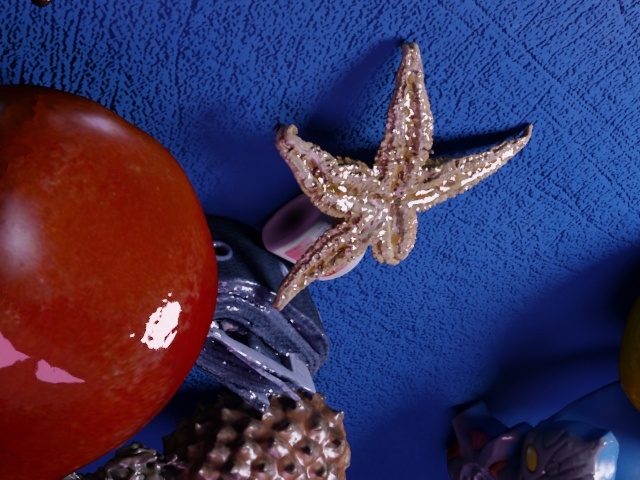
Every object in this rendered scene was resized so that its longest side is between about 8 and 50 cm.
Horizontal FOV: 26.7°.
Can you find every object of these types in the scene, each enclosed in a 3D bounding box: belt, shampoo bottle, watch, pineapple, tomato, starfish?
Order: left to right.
[{"bbox_3d":[-0.245,0.041,1.022,0.325,0.290,0.293,-30,136,20],"label":"tomato"},{"bbox_3d":[-0.139,0.254,1.386,0.361,0.175,0.175,-16,147,-32],"label":"pineapple"},{"bbox_3d":[-0.073,0.075,1.266,0.122,0.128,0.218,-35,139,14],"label":"belt"},{"bbox_3d":[0.000,0.000,1.272,0.072,0.043,0.099,-37,139,17],"label":"shampoo bottle"},{"bbox_3d":[0.065,-0.060,1.188,0.295,0.048,0.231,-29,134,-10],"label":"starfish"},{"bbox_3d":[0.324,0.258,1.603,0.274,0.241,0.305,-17,158,-27],"label":"watch"}]

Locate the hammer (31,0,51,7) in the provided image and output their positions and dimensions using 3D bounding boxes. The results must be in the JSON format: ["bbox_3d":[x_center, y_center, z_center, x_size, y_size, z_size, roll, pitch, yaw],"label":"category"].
[{"bbox_3d":[-0.244,-0.187,0.911,0.178,0.021,0.065,-8,143,-47],"label":"hammer"}]

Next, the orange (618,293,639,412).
[{"bbox_3d":[0.466,0.131,1.458,0.279,0.235,0.279,1,130,1],"label":"orange"}]
